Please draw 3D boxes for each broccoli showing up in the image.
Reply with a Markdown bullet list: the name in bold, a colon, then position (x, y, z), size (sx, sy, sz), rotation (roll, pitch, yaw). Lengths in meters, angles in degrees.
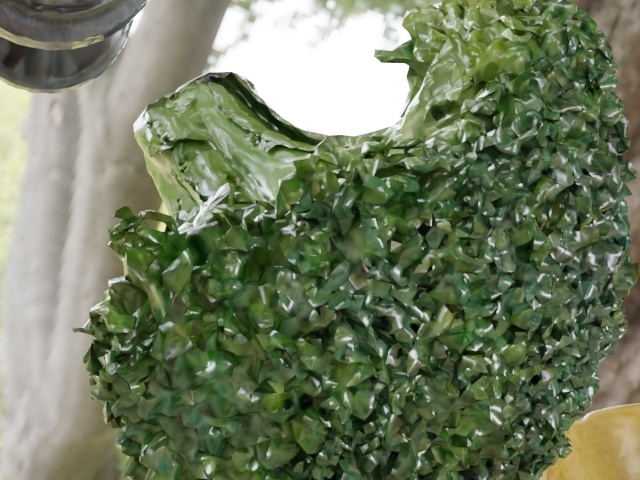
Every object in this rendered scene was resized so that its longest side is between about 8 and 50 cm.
- **broccoli**: position (0.000, 0.000, 0.527), size (0.194, 0.219, 0.194), rotation (40, 5, -4)

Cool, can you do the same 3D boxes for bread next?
- **bread**: position (0.201, 0.159, 1.037), size (0.122, 0.073, 0.149), rotation (-8, -27, -2)

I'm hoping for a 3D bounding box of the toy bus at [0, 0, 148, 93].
- **toy bus**: position (-0.154, -0.087, 0.370), size (0.290, 0.157, 0.139), rotation (-21, 4, -9)
